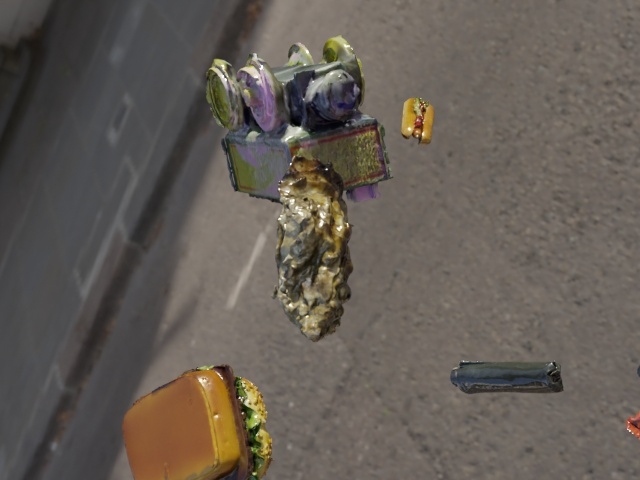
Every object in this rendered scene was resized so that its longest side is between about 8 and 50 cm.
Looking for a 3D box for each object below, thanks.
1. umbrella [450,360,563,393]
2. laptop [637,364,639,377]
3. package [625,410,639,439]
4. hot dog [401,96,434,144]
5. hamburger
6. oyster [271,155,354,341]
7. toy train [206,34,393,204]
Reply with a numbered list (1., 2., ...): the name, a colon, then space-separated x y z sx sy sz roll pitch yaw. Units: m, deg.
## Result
1. umbrella: 0.196 0.146 1.196 0.133 0.031 0.036 -5 72 43
2. laptop: 0.602 0.135 1.612 0.269 0.188 0.015 -60 2 21
3. package: 0.533 0.206 1.313 0.288 0.108 0.223 29 70 40
4. hot dog: 0.105 -0.129 1.194 0.083 0.037 0.021 -83 14 -52
5. hamburger: -0.114 0.194 1.087 0.166 0.087 0.137 -25 70 40
6. oyster: 0.000 0.008 1.029 0.056 0.105 0.177 -8 54 30
7. toy train: -0.033 -0.130 1.270 0.261 0.134 0.177 -164 61 -66
